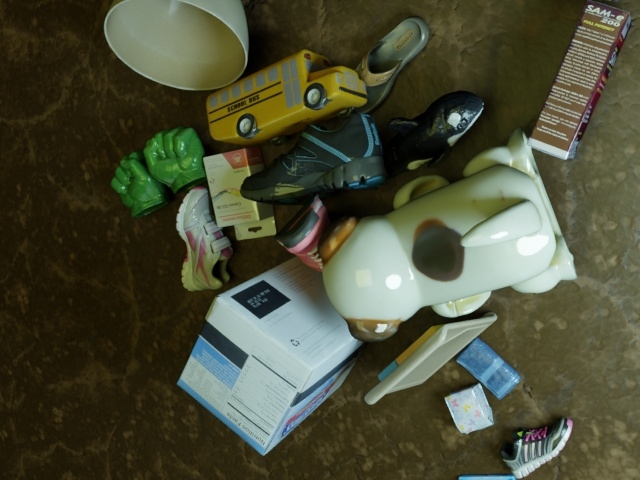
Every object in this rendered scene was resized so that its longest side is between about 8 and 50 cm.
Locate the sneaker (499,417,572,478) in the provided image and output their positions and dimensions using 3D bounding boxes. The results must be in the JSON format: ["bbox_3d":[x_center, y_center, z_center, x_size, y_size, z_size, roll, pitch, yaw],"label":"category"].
[{"bbox_3d":[0.410,0.388,1.407,0.075,0.063,0.170,42,122,6],"label":"sneaker"}]

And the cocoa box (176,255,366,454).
[{"bbox_3d":[-0.070,0.210,1.455,0.231,0.347,0.228,35,116,16],"label":"cocoa box"}]

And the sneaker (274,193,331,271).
[{"bbox_3d":[0.000,0.000,1.421,0.136,0.314,0.116,44,90,1],"label":"sneaker"}]

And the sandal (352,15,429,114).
[{"bbox_3d":[0.120,-0.334,1.393,0.219,0.060,0.090,-44,80,29],"label":"sandal"}]

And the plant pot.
[{"bbox_3d":[-0.274,-0.467,1.477,0.284,0.284,0.191,-6,63,29],"label":"plant pot"}]

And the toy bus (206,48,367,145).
[{"bbox_3d":[-0.073,-0.277,1.452,0.332,0.108,0.130,-16,78,36],"label":"toy bus"}]

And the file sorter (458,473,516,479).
[{"bbox_3d":[0.340,0.573,1.464,0.118,0.104,0.171,-11,97,30],"label":"file sorter"}]

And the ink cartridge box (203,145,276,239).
[{"bbox_3d":[-0.175,-0.097,1.599,0.115,0.067,0.198,-8,98,28],"label":"ink cartridge box"}]

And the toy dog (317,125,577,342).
[{"bbox_3d":[0.203,0.031,1.258,0.407,0.395,0.285,-21,100,21],"label":"toy dog"}]

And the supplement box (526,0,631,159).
[{"bbox_3d":[0.426,-0.257,1.199,0.073,0.130,0.240,24,106,19],"label":"supplement box"}]

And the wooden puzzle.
[{"bbox_3d":[0.206,0.212,1.375,0.221,0.238,0.044,-48,67,28],"label":"wooden puzzle"}]

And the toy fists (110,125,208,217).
[{"bbox_3d":[-0.373,-0.161,1.668,0.279,0.096,0.142,-26,85,35],"label":"toy fists"}]

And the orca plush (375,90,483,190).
[{"bbox_3d":[0.161,-0.204,1.350,0.102,0.151,0.287,31,154,-24],"label":"orca plush"}]

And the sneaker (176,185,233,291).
[{"bbox_3d":[-0.250,0.000,1.650,0.111,0.103,0.253,8,113,25],"label":"sneaker"}]

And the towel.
[{"bbox_3d":[0.331,0.251,1.437,0.119,0.029,0.067,43,117,13],"label":"towel"}]

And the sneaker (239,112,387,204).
[{"bbox_3d":[-0.019,-0.150,1.442,0.340,0.125,0.140,-10,83,34],"label":"sneaker"}]

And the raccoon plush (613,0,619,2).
[{"bbox_3d":[0.423,-0.577,1.114,0.299,0.216,0.447,-18,64,25],"label":"raccoon plush"}]

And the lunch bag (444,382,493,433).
[{"bbox_3d":[0.300,0.338,1.461,0.071,0.053,0.083,-28,78,28],"label":"lunch bag"}]
